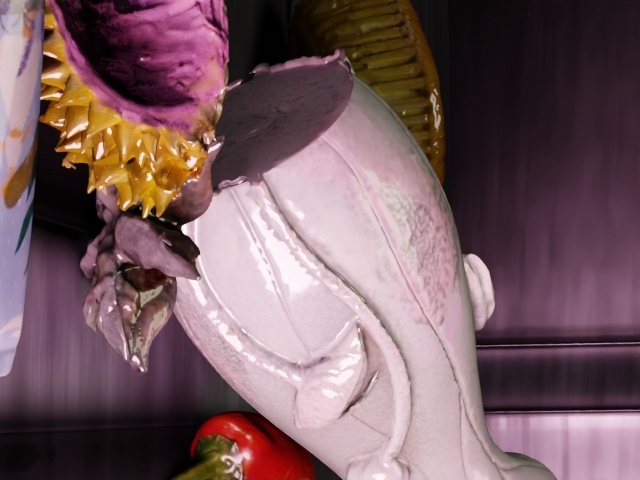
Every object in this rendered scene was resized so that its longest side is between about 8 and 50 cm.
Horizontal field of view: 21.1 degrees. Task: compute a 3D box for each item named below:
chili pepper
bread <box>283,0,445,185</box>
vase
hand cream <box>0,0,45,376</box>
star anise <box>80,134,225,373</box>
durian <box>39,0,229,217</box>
[{"bbox_3d":[-0.053,0.234,1.530,0.368,0.092,0.137,63,42,-59],"label":"chili pepper"},{"bbox_3d":[0.046,-0.144,1.822,0.227,0.142,0.253,86,-5,-46],"label":"bread"},{"bbox_3d":[0.033,0.088,1.375,0.445,0.250,0.250,62,21,-25],"label":"vase"},{"bbox_3d":[-0.185,-0.054,0.957,0.091,0.058,0.271,-10,103,-76],"label":"hand cream"},{"bbox_3d":[-0.117,-0.012,1.144,0.181,0.061,0.204,-16,-118,59],"label":"star anise"},{"bbox_3d":[-0.129,-0.146,1.079,0.186,0.154,0.260,112,-17,-58],"label":"durian"}]
